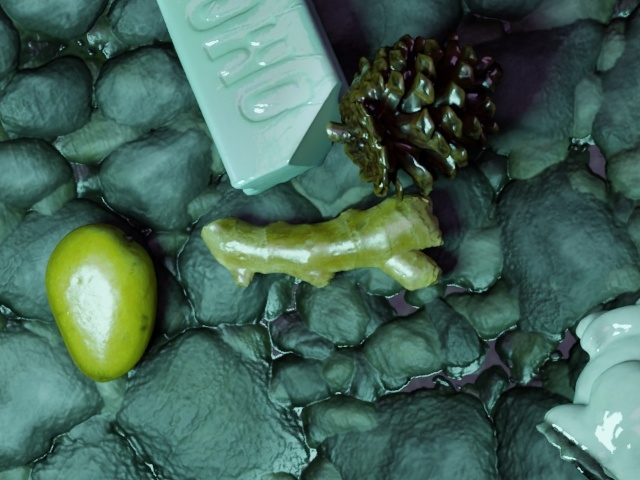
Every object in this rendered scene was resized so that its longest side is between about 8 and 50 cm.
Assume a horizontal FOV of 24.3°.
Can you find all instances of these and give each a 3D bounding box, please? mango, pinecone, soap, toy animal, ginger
[{"bbox_3d":[-0.268,0.076,1.821,0.137,0.098,0.195,0,93,9],"label":"mango"},{"bbox_3d":[0.116,-0.154,1.721,0.212,0.168,0.185,-39,38,1],"label":"pinecone"},{"bbox_3d":[-0.075,-0.221,1.804,0.173,0.095,0.289,-24,81,9],"label":"soap"},{"bbox_3d":[0.414,0.136,1.643,0.258,0.194,0.357,38,85,22],"label":"toy animal"},{"bbox_3d":[0.001,0.001,1.788,0.299,0.065,0.118,0,81,14],"label":"ginger"}]
